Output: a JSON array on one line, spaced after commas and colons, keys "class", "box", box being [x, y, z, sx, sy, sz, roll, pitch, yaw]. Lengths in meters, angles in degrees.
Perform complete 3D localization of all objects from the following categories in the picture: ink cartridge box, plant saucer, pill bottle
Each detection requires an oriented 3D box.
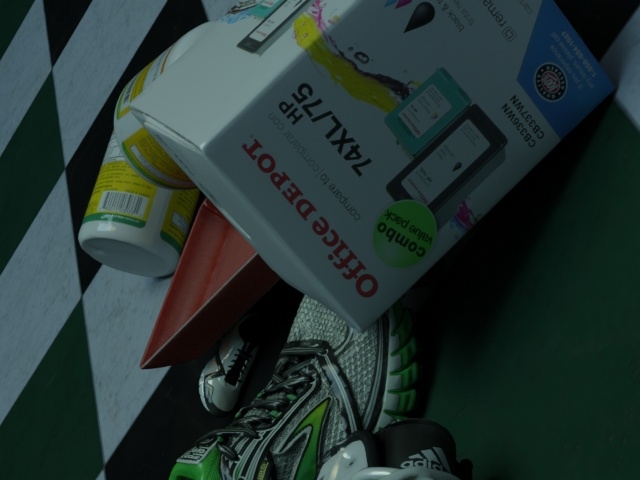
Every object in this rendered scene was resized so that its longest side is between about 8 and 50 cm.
[{"class": "ink cartridge box", "box": [0.033, -0.108, 1.277, 0.270, 0.198, 0.197, -44, 25, -6]}, {"class": "plant saucer", "box": [-0.061, -0.016, 1.618, 0.259, 0.047, 0.258, -43, 20, 38]}, {"class": "pill bottle", "box": [-0.103, -0.137, 1.645, 0.245, 0.136, 0.136, -22, 47, 64]}, {"class": "pill bottle", "box": [-0.189, -0.074, 1.892, 0.117, 0.117, 0.208, -21, 49, 57]}]

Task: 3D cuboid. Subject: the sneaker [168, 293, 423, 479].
[{"class": "sneaker", "box": [-0.026, 0.162, 1.306, 0.134, 0.146, 0.344, -17, 50, 59]}]

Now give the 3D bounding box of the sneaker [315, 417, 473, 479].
[{"class": "sneaker", "box": [0.048, 0.191, 1.035, 0.447, 0.169, 0.258, 123, 161, -53]}]

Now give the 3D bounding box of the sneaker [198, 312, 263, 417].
[{"class": "sneaker", "box": [-0.084, 0.115, 1.596, 0.043, 0.040, 0.109, -24, 46, 52]}]

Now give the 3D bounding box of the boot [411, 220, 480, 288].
[{"class": "boot", "box": [0.089, -0.015, 1.370, 0.118, 0.042, 0.087, -63, 22, 2]}]
